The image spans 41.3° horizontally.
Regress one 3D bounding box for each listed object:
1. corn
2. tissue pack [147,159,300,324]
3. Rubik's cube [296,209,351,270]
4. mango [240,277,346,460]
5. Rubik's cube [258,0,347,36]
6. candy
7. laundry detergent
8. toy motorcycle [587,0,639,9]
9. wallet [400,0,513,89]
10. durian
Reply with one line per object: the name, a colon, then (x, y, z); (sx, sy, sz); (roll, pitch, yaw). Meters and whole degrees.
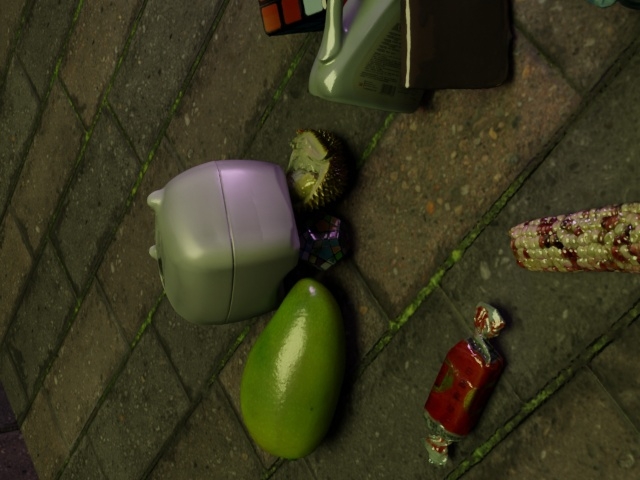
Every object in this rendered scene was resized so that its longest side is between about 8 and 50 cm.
corn: (0.361, 0.000, 1.099); (0.280, 0.092, 0.092); (-7, 89, 49)
tissue pack: (-0.178, 0.013, 1.502); (0.333, 0.235, 0.230); (110, 149, -63)
Rubik's cube: (0.000, 0.000, 1.493); (0.111, 0.093, 0.111); (3, 94, 47)
mango: (-0.046, 0.228, 1.524); (0.192, 0.156, 0.343); (26, 109, 34)
Rubik's cube: (-0.001, -0.433, 1.384); (0.160, 0.162, 0.163); (-5, 98, 47)
candy: (0.217, 0.225, 1.304); (0.086, 0.059, 0.292); (39, 122, 34)
laundry detergent: (0.095, -0.339, 1.263); (0.105, 0.214, 0.281); (32, 114, 47)
toy motorcycle: (0.362, -0.409, 0.996); (0.154, 0.206, 0.260); (-94, 17, -67)
wallet: (0.187, -0.369, 1.207); (0.042, 0.165, 0.310); (-171, 77, -74)
durian: (-0.012, -0.128, 1.498); (0.146, 0.102, 0.208); (-54, 36, 28)
